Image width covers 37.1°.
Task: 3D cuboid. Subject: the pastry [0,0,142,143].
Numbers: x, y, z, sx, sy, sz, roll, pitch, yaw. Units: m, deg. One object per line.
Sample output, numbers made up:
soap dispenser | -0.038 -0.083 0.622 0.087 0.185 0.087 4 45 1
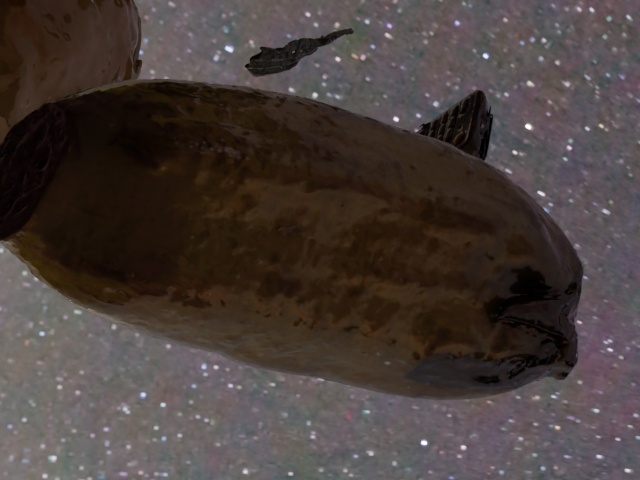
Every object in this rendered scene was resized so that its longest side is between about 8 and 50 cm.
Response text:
pastry | -0.355 -0.156 0.822 0.409 0.409 0.245 -5 -65 41

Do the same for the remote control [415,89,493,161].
remote control | 0.128 -0.095 1.534 0.399 0.062 0.144 -32 -147 47

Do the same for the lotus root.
lotus root | 0.000 0.000 0.382 0.097 0.258 0.110 37 -73 60

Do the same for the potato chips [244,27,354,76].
potato chips | -0.037 -0.293 1.472 0.092 0.207 0.028 -34 -95 47
